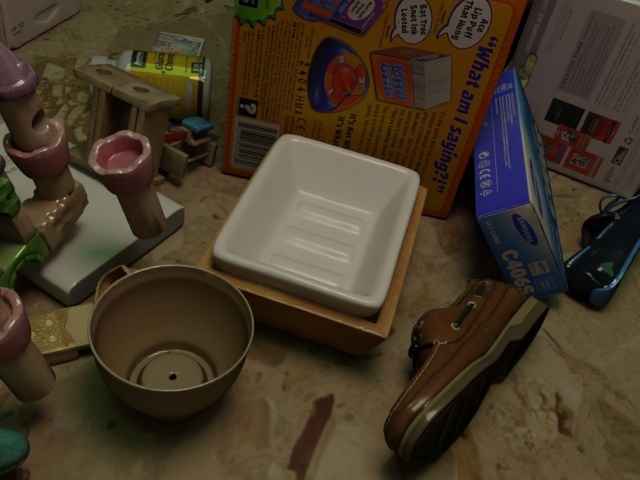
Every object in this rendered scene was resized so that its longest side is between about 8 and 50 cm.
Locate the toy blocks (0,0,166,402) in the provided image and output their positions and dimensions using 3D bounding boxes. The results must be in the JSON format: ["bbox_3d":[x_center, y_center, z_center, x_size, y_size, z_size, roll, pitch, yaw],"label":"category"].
[{"bbox_3d":[-0.362,-0.047,0.666,0.308,0.260,0.289,14,53,17],"label":"toy blocks"}]

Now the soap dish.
[{"bbox_3d":[0.000,0.000,0.871,0.228,0.118,0.291,18,42,6],"label":"soap dish"}]

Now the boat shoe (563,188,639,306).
[{"bbox_3d":[0.426,-0.014,0.997,0.089,0.109,0.258,29,43,23],"label":"boat shoe"}]

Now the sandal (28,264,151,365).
[{"bbox_3d":[-0.228,0.068,0.773,0.239,0.079,0.088,-17,50,-29],"label":"sandal"}]

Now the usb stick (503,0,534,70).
[{"bbox_3d":[0.303,-0.324,1.175,0.077,0.278,0.045,-18,69,-22],"label":"usb stick"}]

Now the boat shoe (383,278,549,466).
[{"bbox_3d":[0.147,0.137,0.777,0.104,0.111,0.307,32,36,26],"label":"boat shoe"}]

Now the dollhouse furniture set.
[{"bbox_3d":[-0.240,-0.168,0.955,0.128,0.129,0.183,28,29,16],"label":"dollhouse furniture set"}]

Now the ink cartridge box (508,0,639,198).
[{"bbox_3d":[0.451,-0.265,1.118,0.271,0.310,0.130,24,43,12],"label":"ink cartridge box"}]

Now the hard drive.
[{"bbox_3d":[-0.364,-0.053,0.901,0.307,0.040,0.203,29,45,17],"label":"hard drive"}]

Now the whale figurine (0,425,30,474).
[{"bbox_3d":[-0.369,0.216,0.535,0.216,0.141,0.272,29,44,19],"label":"whale figurine"}]

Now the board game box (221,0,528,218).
[{"bbox_3d":[0.071,-0.309,1.042,0.355,0.357,0.356,12,42,0],"label":"board game box"}]

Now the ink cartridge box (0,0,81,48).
[{"bbox_3d":[-0.631,-0.485,1.239,0.306,0.131,0.226,19,42,9],"label":"ink cartridge box"}]

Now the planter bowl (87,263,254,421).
[{"bbox_3d":[-0.155,0.120,0.712,0.161,0.109,0.162,7,42,-6],"label":"planter bowl"}]

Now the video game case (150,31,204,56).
[{"bbox_3d":[-0.267,-0.348,1.263,0.087,0.011,0.122,8,42,-4],"label":"video game case"}]

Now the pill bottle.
[{"bbox_3d":[-0.266,-0.248,1.087,0.184,0.103,0.103,3,43,-10],"label":"pill bottle"}]

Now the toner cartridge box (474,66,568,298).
[{"bbox_3d":[0.285,-0.093,0.998,0.075,0.165,0.348,-18,36,25],"label":"toner cartridge box"}]
